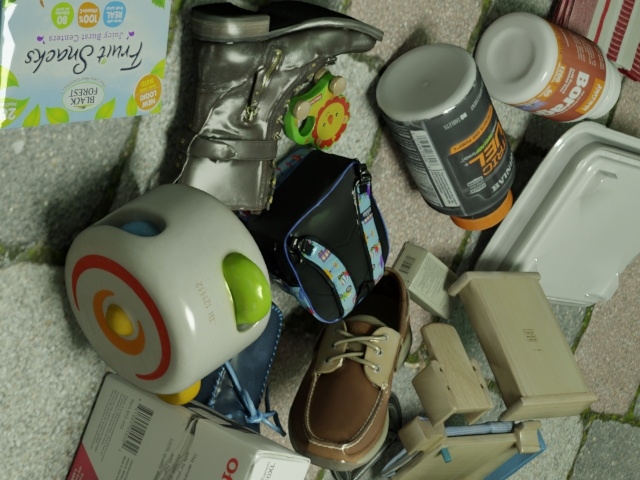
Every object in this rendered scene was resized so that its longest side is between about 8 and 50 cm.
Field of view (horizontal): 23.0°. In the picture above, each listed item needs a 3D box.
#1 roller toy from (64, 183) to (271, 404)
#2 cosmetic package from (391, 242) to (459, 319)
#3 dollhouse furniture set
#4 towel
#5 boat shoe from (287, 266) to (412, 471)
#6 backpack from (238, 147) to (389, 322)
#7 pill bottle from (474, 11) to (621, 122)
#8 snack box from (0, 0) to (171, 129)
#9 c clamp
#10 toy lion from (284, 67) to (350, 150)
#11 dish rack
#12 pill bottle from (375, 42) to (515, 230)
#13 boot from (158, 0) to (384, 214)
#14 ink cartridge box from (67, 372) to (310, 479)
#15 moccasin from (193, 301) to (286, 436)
[{"bbox_3d":[-0.161,0.053,1.600,0.146,0.191,0.209,-35,167,-37],"label":"roller toy"},{"bbox_3d":[0.141,0.054,2.075,0.115,0.041,0.060,40,76,-50],"label":"cosmetic package"},{"bbox_3d":[0.159,0.206,2.098,0.286,0.198,0.303,1,145,-38],"label":"dollhouse furniture set"},{"bbox_3d":[0.445,-0.368,2.250,0.329,0.037,0.237,17,91,-53],"label":"towel"},{"bbox_3d":[0.038,0.142,1.863,0.324,0.123,0.116,-71,168,-56],"label":"boat shoe"},{"bbox_3d":[0.000,0.000,1.823,0.158,0.117,0.173,-48,137,-24],"label":"backpack"},{"bbox_3d":[0.309,-0.223,2.082,0.216,0.121,0.121,10,99,-51],"label":"pill bottle"},{"bbox_3d":[-0.239,-0.202,1.486,0.207,0.070,0.175,-10,114,-46],"label":"snack box"},{"bbox_3d":[0.062,0.283,2.107,0.161,0.022,0.137,-47,132,-23],"label":"c clamp"},{"bbox_3d":[-0.003,-0.144,1.828,0.100,0.034,0.096,-36,139,-34],"label":"toy lion"},{"bbox_3d":[0.385,-0.018,2.243,0.332,0.072,0.286,9,118,-52],"label":"dish rack"},{"bbox_3d":[0.167,-0.119,1.956,0.130,0.130,0.246,-52,139,-20],"label":"pill bottle"},{"bbox_3d":[-0.057,-0.141,1.716,0.262,0.091,0.229,-5,111,-33],"label":"boot"},{"bbox_3d":[-0.149,0.265,1.671,0.100,0.237,0.172,19,92,-52],"label":"ink cartridge box"},{"bbox_3d":[-0.109,0.230,1.799,0.137,0.116,0.342,18,93,-52],"label":"moccasin"}]
